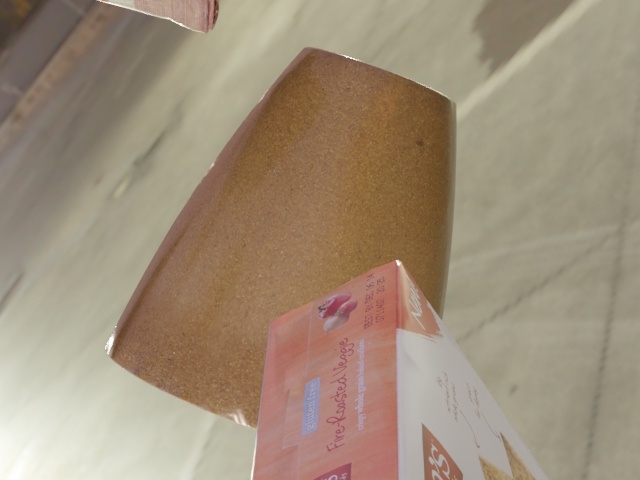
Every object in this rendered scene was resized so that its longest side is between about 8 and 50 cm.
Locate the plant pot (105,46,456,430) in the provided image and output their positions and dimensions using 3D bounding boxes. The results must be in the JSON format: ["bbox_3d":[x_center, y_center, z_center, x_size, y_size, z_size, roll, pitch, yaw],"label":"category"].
[{"bbox_3d":[0.000,0.000,1.066,0.237,0.237,0.254,-155,86,-75],"label":"plant pot"}]

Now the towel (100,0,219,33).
[{"bbox_3d":[-0.226,-0.238,1.021,0.237,0.329,0.037,114,173,-78],"label":"towel"}]

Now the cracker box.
[{"bbox_3d":[0.062,0.142,0.571,0.067,0.232,0.156,-28,26,18],"label":"cracker box"}]
